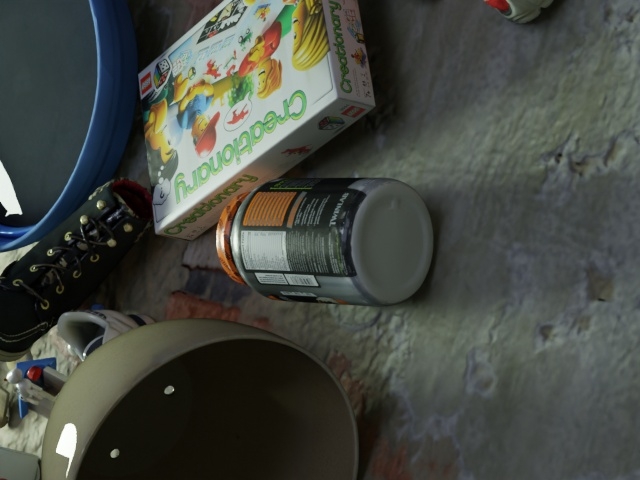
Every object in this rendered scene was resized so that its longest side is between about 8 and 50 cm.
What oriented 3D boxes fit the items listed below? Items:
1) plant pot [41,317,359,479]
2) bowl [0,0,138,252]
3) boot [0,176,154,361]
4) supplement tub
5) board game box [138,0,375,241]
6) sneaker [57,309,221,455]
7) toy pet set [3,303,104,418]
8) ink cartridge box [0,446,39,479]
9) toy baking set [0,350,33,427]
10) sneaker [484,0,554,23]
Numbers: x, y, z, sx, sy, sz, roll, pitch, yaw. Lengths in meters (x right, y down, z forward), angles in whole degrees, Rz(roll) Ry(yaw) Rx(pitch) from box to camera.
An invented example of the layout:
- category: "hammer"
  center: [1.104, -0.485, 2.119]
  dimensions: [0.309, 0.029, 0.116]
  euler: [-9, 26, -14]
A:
- category: "plant pot"
  center: [-0.136, 0.185, 1.665]
  dimensions: [0.191, 0.284, 0.284]
  euler: [30, 97, 53]
- category: "bowl"
  center: [-0.355, -0.179, 2.105]
  dimensions: [0.391, 0.077, 0.391]
  euler: [-2, 87, 41]
- category: "boot"
  center: [-0.268, 0.024, 1.915]
  dimensions: [0.085, 0.236, 0.178]
  euler: [45, 108, 1]
- category: "supplement tub"
  center: [0.000, 0.000, 1.706]
  dimensions: [0.190, 0.117, 0.117]
  euler: [2, 77, 46]
- category: "board game box"
  center: [-0.071, -0.149, 1.848]
  dimensions: [0.305, 0.053, 0.193]
  euler: [-35, 55, 42]
- category: "sneaker"
  center: [-0.177, 0.145, 1.849]
  dimensions: [0.235, 0.095, 0.090]
  euler: [37, 100, 43]
- category: "toy pet set"
  center: [-0.290, 0.127, 1.962]
  dimensions: [0.065, 0.122, 0.114]
  euler: [26, 137, 20]
- category: "ink cartridge box"
  center: [-0.516, 0.317, 1.910]
  dimensions: [0.166, 0.395, 0.285]
  euler: [3, 78, 48]
- category: "toy baking set"
  center: [-0.396, 0.083, 2.083]
  dimensions: [0.197, 0.030, 0.256]
  euler: [-45, 70, 34]
- category: "sneaker"
  center: [0.138, -0.324, 1.685]
  dimensions: [0.107, 0.118, 0.279]
  euler: [-40, 50, 27]
